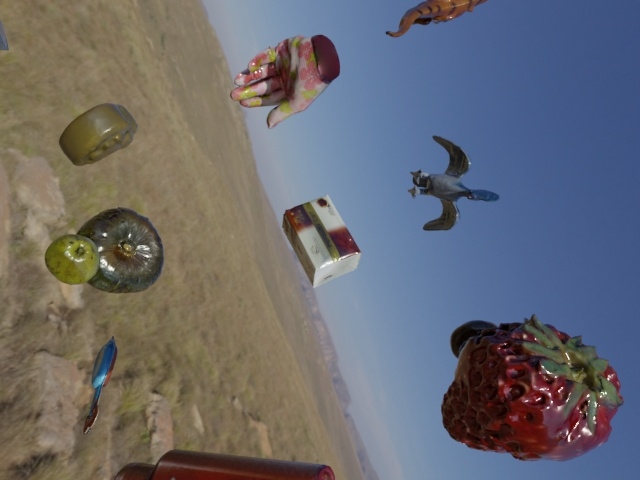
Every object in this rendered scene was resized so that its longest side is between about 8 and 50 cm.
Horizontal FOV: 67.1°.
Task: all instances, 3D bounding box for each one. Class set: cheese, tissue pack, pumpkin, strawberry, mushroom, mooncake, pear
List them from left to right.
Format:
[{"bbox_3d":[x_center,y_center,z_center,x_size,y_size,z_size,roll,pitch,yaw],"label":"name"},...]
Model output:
[{"bbox_3d":[-0.521,0.040,1.018,0.131,0.107,0.107,-23,-95,55],"label":"pear"},{"bbox_3d":[-0.671,-0.313,1.462,0.117,0.235,0.235,52,0,-12],"label":"mooncake"},{"bbox_3d":[-0.557,0.358,1.224,0.037,0.106,0.256,25,40,-31],"label":"cheese"},{"bbox_3d":[-0.576,0.031,1.394,0.189,0.260,0.260,-24,-97,45],"label":"pumpkin"},{"bbox_3d":[0.001,-0.001,0.983,0.148,0.106,0.099,60,-17,22],"label":"tissue pack"},{"bbox_3d":[0.418,0.272,1.255,0.171,0.135,0.080,41,30,-9],"label":"mushroom"},{"bbox_3d":[0.407,0.341,1.009,0.295,0.318,0.345,52,-52,29],"label":"strawberry"}]

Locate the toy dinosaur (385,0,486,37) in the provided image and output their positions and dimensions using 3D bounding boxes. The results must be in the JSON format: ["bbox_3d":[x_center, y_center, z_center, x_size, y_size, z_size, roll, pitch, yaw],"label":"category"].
[{"bbox_3d":[0.283,-0.595,1.241,0.208,0.432,0.097,38,-24,50],"label":"toy dinosaur"}]

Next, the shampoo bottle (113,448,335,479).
[{"bbox_3d":[-0.130,0.334,0.616,0.076,0.315,0.117,10,76,-65],"label":"shampoo bottle"}]

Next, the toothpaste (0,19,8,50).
[{"bbox_3d":[-0.579,-0.381,0.801,0.272,0.066,0.053,2,-78,65],"label":"toothpaste"}]

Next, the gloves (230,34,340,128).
[{"bbox_3d":[-0.077,-0.334,1.010,0.241,0.126,0.145,-5,-51,44],"label":"gloves"}]

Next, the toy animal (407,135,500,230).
[{"bbox_3d":[0.299,-0.119,1.152,0.255,0.177,0.238,-102,-159,-71],"label":"toy animal"}]
